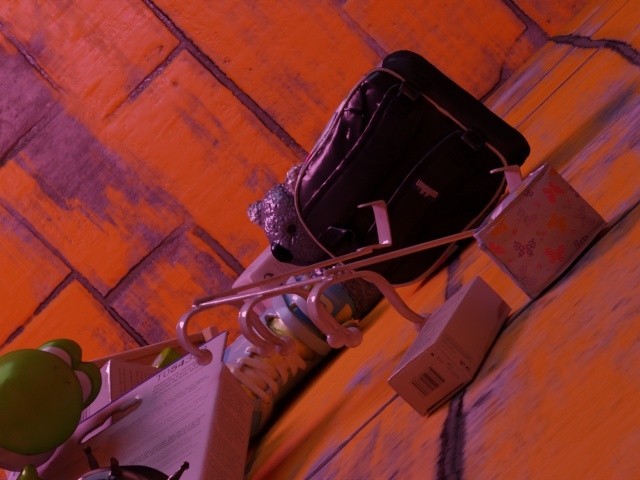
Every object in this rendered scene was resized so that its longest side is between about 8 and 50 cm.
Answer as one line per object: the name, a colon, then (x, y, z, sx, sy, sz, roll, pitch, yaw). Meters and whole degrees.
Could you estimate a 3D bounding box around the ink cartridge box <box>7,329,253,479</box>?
ink cartridge box: (-0.215, 0.269, 1.467, 0.324, 0.071, 0.330, -33, 18, 17)

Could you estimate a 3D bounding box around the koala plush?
koala plush: (0.000, 0.000, 2.056, 0.203, 0.221, 0.196, -46, 2, -34)

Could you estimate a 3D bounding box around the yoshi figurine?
yoshi figurine: (-0.379, 0.228, 1.496, 0.362, 0.203, 0.203, -43, 37, -17)

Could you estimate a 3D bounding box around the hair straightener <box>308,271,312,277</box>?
hair straightener: (0.005, 0.082, 2.165, 0.230, 0.089, 0.047, -45, 4, -10)

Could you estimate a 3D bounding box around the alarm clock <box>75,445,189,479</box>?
alarm clock: (-0.177, 0.281, 1.259, 0.064, 0.129, 0.192, 10, -95, -66)

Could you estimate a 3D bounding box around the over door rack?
over door rack: (0.045, 0.041, 1.479, 0.324, 0.108, 0.240, -30, 11, -40)

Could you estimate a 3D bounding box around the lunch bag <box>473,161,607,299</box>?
lunch bag: (0.166, -0.006, 1.120, 0.083, 0.071, 0.053, -46, 1, -18)

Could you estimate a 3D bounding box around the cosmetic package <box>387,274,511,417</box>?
cosmetic package: (0.101, 0.080, 1.111, 0.060, 0.041, 0.115, -44, 2, 35)

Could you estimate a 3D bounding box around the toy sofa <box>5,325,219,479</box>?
toy sofa: (-0.319, 0.256, 2.209, 0.363, 0.150, 0.177, -14, -11, -28)

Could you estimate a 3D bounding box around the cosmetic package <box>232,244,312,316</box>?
cosmetic package: (0.051, -0.015, 2.319, 0.385, 0.156, 0.217, -44, 2, -11)

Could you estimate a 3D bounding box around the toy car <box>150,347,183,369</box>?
toy car: (-0.198, 0.267, 1.917, 0.149, 0.155, 0.188, -43, 15, 37)

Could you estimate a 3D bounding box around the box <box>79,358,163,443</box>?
box: (-0.231, 0.264, 1.688, 0.181, 0.119, 0.181, -43, 44, 42)

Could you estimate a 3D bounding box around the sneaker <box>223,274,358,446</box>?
sneaker: (-0.062, 0.144, 1.828, 0.208, 0.127, 0.319, -45, 3, 26)

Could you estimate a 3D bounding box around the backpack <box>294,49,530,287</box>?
backpack: (0.101, -0.080, 1.740, 0.253, 0.225, 0.191, -55, -5, 25)
